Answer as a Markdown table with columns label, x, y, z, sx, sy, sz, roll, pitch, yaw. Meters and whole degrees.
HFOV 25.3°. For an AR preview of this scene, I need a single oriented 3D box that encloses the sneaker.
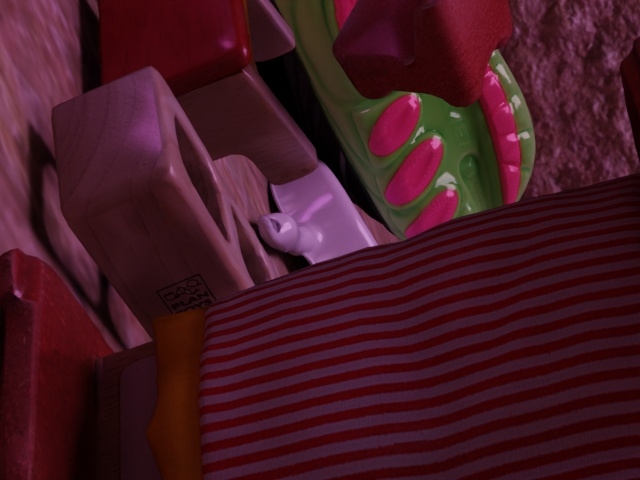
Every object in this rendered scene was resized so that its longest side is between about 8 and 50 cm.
| label | x | y | z | sx | sy | sz | roll | pitch | yaw |
| --- | --- | --- | --- | --- | --- | --- | --- | --- | --- |
| sneaker | -0.010 | -0.214 | 1.006 | 0.202 | 0.185 | 0.483 | 11 | -58 | 61 |

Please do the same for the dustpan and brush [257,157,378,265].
| label | x | y | z | sx | sy | sz | roll | pitch | yaw |
| --- | --- | --- | --- | --- | --- | --- | --- | --- | --- |
| dustpan and brush | 0.000 | 0.000 | 0.920 | 0.147 | 0.060 | 0.211 | 59 | -1 | 14 |

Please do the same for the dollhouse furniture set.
| label | x | y | z | sx | sy | sz | roll | pitch | yaw |
| --- | --- | --- | --- | --- | --- | --- | --- | --- | --- |
| dollhouse furniture set | 0.010 | -0.025 | 0.489 | 0.374 | 0.201 | 0.152 | -101 | 168 | -45 |

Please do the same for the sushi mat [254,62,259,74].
| label | x | y | z | sx | sy | sz | roll | pitch | yaw |
| --- | --- | --- | --- | --- | --- | --- | --- | --- | --- |
| sushi mat | -0.079 | -0.195 | 0.812 | 0.316 | 0.019 | 0.151 | 70 | 0 | -77 |
